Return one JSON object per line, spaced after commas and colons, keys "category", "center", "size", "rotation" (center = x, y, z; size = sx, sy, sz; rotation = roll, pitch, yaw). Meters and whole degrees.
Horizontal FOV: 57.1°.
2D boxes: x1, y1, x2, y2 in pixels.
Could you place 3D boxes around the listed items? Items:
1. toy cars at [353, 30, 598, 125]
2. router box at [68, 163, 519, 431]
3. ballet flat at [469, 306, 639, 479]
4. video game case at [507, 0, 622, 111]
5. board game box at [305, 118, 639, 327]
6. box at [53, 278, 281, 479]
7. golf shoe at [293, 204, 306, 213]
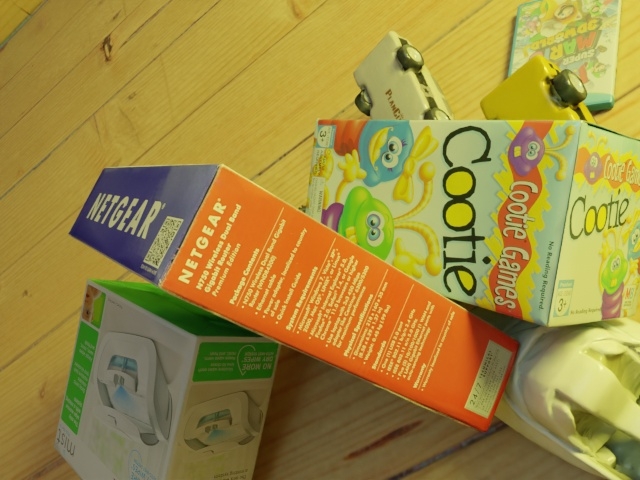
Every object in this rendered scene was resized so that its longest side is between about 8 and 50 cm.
{"category": "toy cars", "center": [0.179, -0.119, 0.653], "size": [0.393, 0.087, 0.176], "rotation": [32, 114, 46]}
{"category": "router box", "center": [-0.047, 0.039, 0.542], "size": [0.335, 0.301, 0.082], "rotation": [10, 73, 59]}
{"category": "ballet flat", "center": [0.249, 0.137, 0.436], "size": [0.400, 0.139, 0.139], "rotation": [33, 89, 43]}
{"category": "video game case", "center": [0.279, -0.218, 0.680], "size": [0.119, 0.015, 0.166], "rotation": [-1, 67, 37]}
{"category": "board game box", "center": [0.127, -0.029, 0.533], "size": [0.275, 0.144, 0.142], "rotation": [14, 99, 50]}
{"category": "box", "center": [-0.191, 0.188, 0.706], "size": [0.262, 0.126, 0.231], "rotation": [15, 93, 44]}
{"category": "golf shoe", "center": [0.000, 0.000, 0.736], "size": [0.198, 0.077, 0.094], "rotation": [-30, 52, 23]}
